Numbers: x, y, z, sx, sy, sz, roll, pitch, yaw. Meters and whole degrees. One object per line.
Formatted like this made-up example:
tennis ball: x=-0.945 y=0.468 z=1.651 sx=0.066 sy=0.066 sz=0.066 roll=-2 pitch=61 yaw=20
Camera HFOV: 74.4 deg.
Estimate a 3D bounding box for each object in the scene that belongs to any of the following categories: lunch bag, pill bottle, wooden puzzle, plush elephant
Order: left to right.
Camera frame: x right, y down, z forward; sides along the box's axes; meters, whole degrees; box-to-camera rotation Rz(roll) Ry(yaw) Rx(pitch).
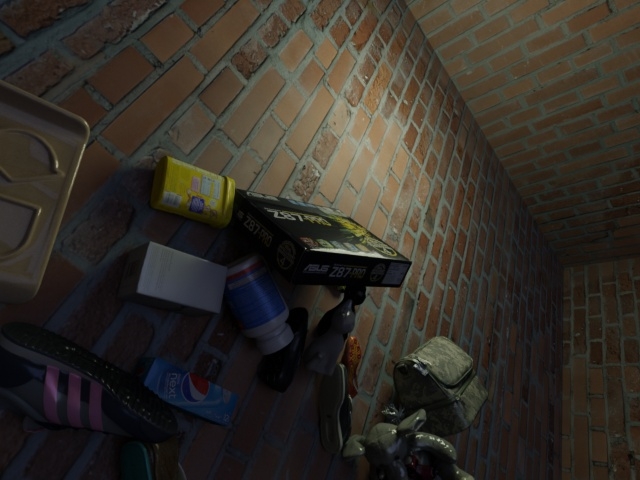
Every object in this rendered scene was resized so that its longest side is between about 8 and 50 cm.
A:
wooden puzzle: x=-0.581 y=-0.100 z=0.660 sx=0.322 sy=0.080 sz=0.349 roll=23 pitch=67 yaw=-39
pill bottle: x=-0.149 y=0.150 z=0.992 sx=0.124 sy=0.124 sz=0.222 roll=-33 pitch=102 yaw=-46
plush elephant: x=0.215 y=0.596 z=1.145 sx=0.255 sy=0.271 sz=0.330 roll=32 pitch=27 yaw=-51
lunch bag: x=0.381 y=0.468 z=1.384 sx=0.305 sy=0.212 sz=0.256 roll=-9 pitch=67 yaw=-54

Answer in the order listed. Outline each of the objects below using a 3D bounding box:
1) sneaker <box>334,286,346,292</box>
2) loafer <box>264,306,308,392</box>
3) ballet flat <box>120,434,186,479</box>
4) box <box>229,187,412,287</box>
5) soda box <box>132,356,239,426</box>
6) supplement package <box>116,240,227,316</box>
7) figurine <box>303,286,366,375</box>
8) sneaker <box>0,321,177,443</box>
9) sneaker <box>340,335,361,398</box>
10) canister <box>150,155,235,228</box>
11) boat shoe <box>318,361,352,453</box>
sneaker: x=0.053 y=0.133 z=1.274 sx=0.083 sy=0.031 sz=0.035 roll=33 pitch=57 yaw=-35
loafer: x=-0.079 y=0.273 z=1.072 sx=0.078 sy=0.076 sz=0.223 roll=65 pitch=34 yaw=-42
ballet flat: x=-0.290 y=0.519 z=0.766 sx=0.124 sy=0.116 sz=0.343 roll=18 pitch=60 yaw=-63
box: x=0.000 y=0.000 z=1.072 sx=0.394 sy=0.318 sz=0.097 roll=8 pitch=112 yaw=-44
soda box: x=-0.273 y=0.308 z=0.853 sx=0.210 sy=0.071 sz=0.067 roll=39 pitch=53 yaw=-32
supplement package: x=-0.300 y=0.086 z=0.868 sx=0.179 sy=0.105 sz=0.105 roll=24 pitch=61 yaw=-39
figurine: x=0.048 y=0.211 z=1.082 sx=0.092 sy=0.210 sz=0.215 roll=27 pitch=28 yaw=5
sneaker: x=-0.395 y=0.266 z=0.689 sx=0.318 sy=0.112 sz=0.131 roll=36 pitch=84 yaw=-10
sneaker: x=0.072 y=0.356 z=1.185 sx=0.064 sy=0.067 sz=0.175 roll=8 pitch=90 yaw=-46
canister: x=-0.289 y=-0.109 z=0.962 sx=0.169 sy=0.073 sz=0.126 roll=18 pitch=65 yaw=-40
boat shoe: x=0.047 y=0.439 z=1.130 sx=0.079 sy=0.083 sz=0.234 roll=-1 pitch=91 yaw=-50
